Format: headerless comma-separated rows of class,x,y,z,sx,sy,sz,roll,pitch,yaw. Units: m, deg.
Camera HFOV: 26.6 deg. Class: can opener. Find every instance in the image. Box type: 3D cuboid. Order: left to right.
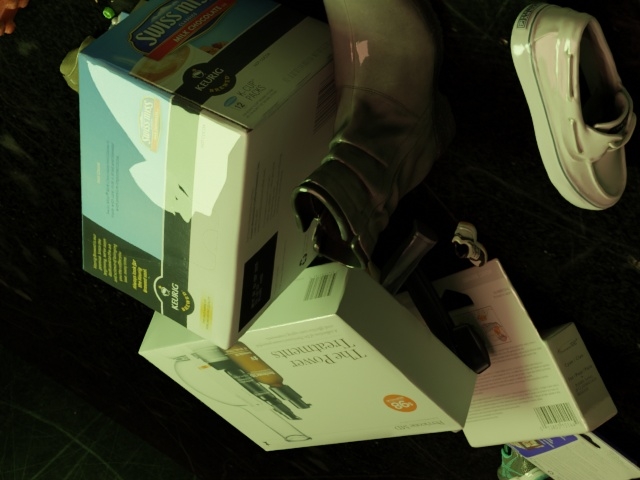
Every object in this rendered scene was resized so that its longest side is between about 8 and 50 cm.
can opener,0.166,0.109,1.873,0.186,0.073,0.059,58,-168,5

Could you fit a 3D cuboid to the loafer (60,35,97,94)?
loafer,-0.335,-0.244,1.886,0.050,0.056,0.148,29,156,-5

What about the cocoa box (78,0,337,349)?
cocoa box,-0.130,-0.096,1.594,0.228,0.231,0.347,27,136,18

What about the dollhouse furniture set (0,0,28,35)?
dollhouse furniture set,-0.480,-0.352,1.715,0.152,0.201,0.374,33,162,2

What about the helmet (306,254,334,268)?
helmet,-0.001,0.069,1.929,0.161,0.169,0.169,51,152,-13

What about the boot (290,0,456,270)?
boot,0.041,-0.127,1.441,0.118,0.222,0.338,16,150,34

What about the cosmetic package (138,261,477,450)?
cosmetic package,-0.020,0.169,1.857,0.377,0.097,0.284,-14,137,41

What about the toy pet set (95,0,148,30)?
toy pet set,-0.254,-0.272,1.725,0.114,0.065,0.122,23,154,22

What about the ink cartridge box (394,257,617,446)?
ink cartridge box,0.250,0.154,1.892,0.261,0.066,0.296,63,152,-1

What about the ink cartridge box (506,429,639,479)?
ink cartridge box,0.365,0.296,2.027,0.206,0.045,0.208,37,154,-7

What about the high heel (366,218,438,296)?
high heel,0.000,0.000,1.784,0.261,0.093,0.186,33,116,-10

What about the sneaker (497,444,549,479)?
sneaker,0.321,0.358,2.196,0.076,0.065,0.166,64,165,5

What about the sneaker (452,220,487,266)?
sneaker,0.188,0.012,1.740,0.032,0.037,0.083,11,149,37

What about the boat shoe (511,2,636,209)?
boat shoe,0.266,-0.121,1.336,0.084,0.095,0.258,16,151,42
